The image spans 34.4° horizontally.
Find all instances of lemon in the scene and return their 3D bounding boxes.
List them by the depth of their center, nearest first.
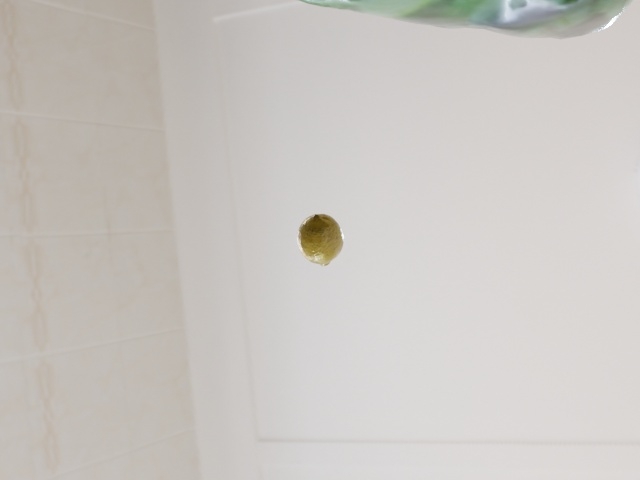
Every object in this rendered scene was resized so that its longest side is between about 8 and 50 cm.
[{"bbox_3d":[0.000,0.000,1.387,0.062,0.062,0.083,5,-53,25],"label":"lemon"}]

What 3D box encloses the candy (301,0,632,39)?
[{"bbox_3d":[0.068,-0.217,0.735,0.398,0.263,0.172,-5,-77,9],"label":"candy"}]
